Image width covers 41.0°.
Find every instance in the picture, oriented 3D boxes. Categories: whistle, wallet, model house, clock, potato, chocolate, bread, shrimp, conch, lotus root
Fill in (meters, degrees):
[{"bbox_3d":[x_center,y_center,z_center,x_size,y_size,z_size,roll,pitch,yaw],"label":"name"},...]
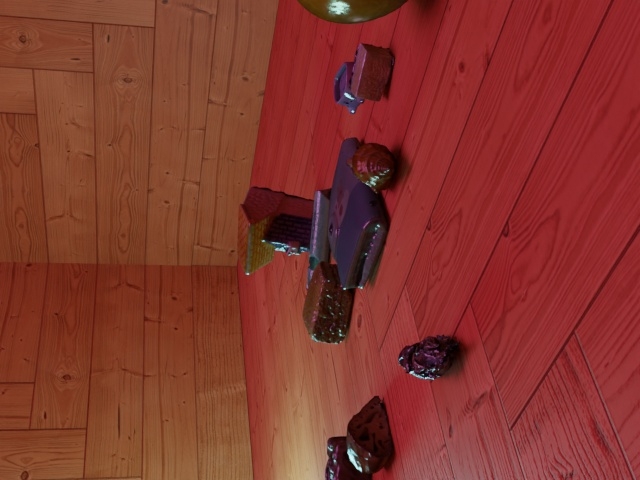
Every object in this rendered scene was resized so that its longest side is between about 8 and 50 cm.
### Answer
[{"bbox_3d":[0.000,0.000,2.493,0.062,0.062,0.312,-121,35,-68],"label":"whistle"},{"bbox_3d":[0.077,-0.064,2.112,0.360,0.083,0.252,-102,23,-51],"label":"wallet"},{"bbox_3d":[-0.141,-0.011,2.595,0.237,0.237,0.202,-72,-4,-59],"label":"model house"},{"bbox_3d":[0.074,-0.396,2.221,0.153,0.050,0.110,141,129,-74],"label":"clock"},{"bbox_3d":[0.116,-0.380,1.953,0.061,0.086,0.122,-108,29,-63],"label":"potato"},{"bbox_3d":[0.062,0.581,2.060,0.148,0.093,0.214,139,132,-76],"label":"chocolate"},{"bbox_3d":[0.022,0.163,2.277,0.138,0.102,0.196,-117,34,-61],"label":"bread"},{"bbox_3d":[0.202,0.200,1.512,0.090,0.079,0.233,-52,1,-24],"label":"shrimp"},{"bbox_3d":[0.115,-0.172,1.920,0.093,0.109,0.330,-49,12,4],"label":"conch"},{"bbox_3d":[0.102,0.446,1.903,0.159,0.095,0.135,-97,10,-58],"label":"lotus root"}]

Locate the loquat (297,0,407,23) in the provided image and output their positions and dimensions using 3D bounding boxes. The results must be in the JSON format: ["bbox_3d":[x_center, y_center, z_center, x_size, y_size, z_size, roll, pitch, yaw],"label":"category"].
[{"bbox_3d":[0.088,-0.575,1.648,0.359,0.328,0.328,22,119,29],"label":"loquat"}]
